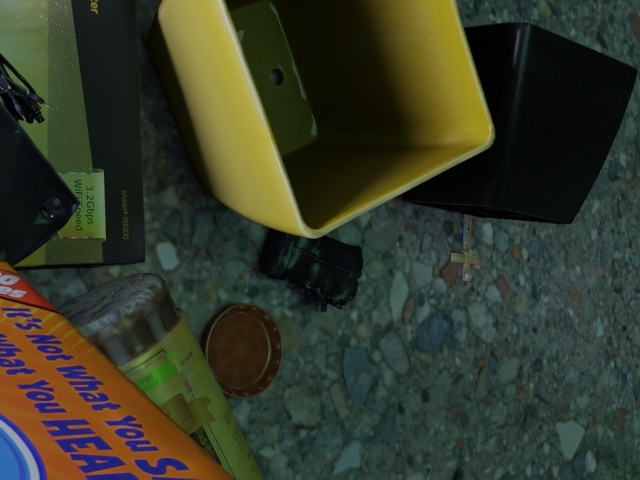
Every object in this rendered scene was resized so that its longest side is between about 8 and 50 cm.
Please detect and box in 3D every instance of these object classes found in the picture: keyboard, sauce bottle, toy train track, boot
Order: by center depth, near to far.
[{"bbox_3d":[-0.227,-0.080,0.599,0.100,0.038,0.192,-38,114,-10],"label":"keyboard"},{"bbox_3d":[-0.097,0.196,0.737,0.111,0.111,0.344,-36,109,-35],"label":"sauce bottle"},{"bbox_3d":[0.000,0.000,0.875,0.099,0.045,0.121,27,74,-36],"label":"boot"},{"bbox_3d":[0.164,0.003,1.030,0.048,0.014,0.083,7,82,-39],"label":"toy train track"}]

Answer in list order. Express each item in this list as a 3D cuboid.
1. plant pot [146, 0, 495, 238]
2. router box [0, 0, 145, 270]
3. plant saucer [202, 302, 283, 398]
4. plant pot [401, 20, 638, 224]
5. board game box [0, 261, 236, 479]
[{"bbox_3d":[-0.021,-0.134,0.767,0.212,0.187,0.212,-28,105,-34],"label":"plant pot"},{"bbox_3d":[-0.250,-0.131,0.649,0.243,0.081,0.309,-2,89,-40],"label":"router box"},{"bbox_3d":[-0.069,0.097,0.830,0.083,0.013,0.083,2,87,-40],"label":"plant saucer"},{"bbox_3d":[0.180,-0.108,0.949,0.187,0.188,0.167,8,88,-39],"label":"plant pot"},{"bbox_3d":[-0.238,0.253,0.385,0.356,0.356,0.356,-7,116,-40],"label":"board game box"}]
